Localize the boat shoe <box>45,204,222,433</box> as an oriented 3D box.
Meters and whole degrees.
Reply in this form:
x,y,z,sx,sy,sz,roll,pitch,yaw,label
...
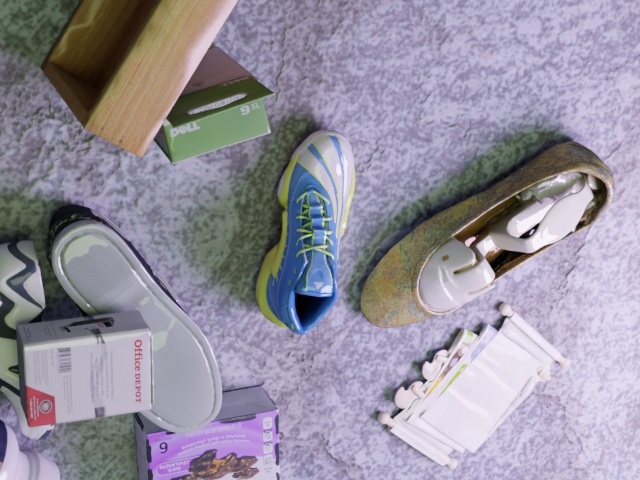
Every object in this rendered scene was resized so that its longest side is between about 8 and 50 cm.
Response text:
x,y,z,sx,sy,sz,roll,pitch,yaw,label
-0.205,0.085,1.583,0.114,0.091,0.302,-27,119,-6,boat shoe

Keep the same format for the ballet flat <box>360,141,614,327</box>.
x,y,z,sx,sy,sz,roll,pitch,yaw,label
0.207,0.003,1.703,0.348,0.123,0.123,-34,120,-5,ballet flat

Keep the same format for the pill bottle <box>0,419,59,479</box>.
x,y,z,sx,sy,sz,roll,pitch,yaw,label
-0.424,0.238,1.525,0.264,0.153,0.153,35,96,-31,pill bottle

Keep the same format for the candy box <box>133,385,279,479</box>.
x,y,z,sx,sy,sz,roll,pitch,yaw,label
-0.135,0.289,1.712,0.165,0.070,0.196,-9,114,-19,candy box

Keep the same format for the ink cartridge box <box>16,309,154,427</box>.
x,y,z,sx,sy,sz,roll,pitch,yaw,label
-0.250,0.135,1.501,0.135,0.056,0.099,-6,113,-19,ink cartridge box

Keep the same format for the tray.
x,y,z,sx,sy,sz,roll,pitch,yaw,label
-0.121,-0.299,1.386,0.076,0.203,0.411,29,99,-31,tray

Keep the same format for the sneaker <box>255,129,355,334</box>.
x,y,z,sx,sy,sz,roll,pitch,yaw,label
0.000,0.000,1.610,0.091,0.126,0.240,6,110,-24,sneaker

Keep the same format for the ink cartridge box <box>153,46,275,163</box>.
x,y,z,sx,sy,sz,roll,pitch,yaw,label
-0.120,-0.135,1.454,0.109,0.209,0.062,-19,115,-14,ink cartridge box

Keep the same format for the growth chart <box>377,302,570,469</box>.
x,y,z,sx,sy,sz,roll,pitch,yaw,label
0.199,0.190,1.835,0.237,0.021,0.172,-43,120,0,growth chart

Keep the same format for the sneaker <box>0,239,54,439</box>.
x,y,z,sx,sy,sz,roll,pitch,yaw,label
-0.372,0.118,1.534,0.153,0.094,0.235,-7,121,-11,sneaker
